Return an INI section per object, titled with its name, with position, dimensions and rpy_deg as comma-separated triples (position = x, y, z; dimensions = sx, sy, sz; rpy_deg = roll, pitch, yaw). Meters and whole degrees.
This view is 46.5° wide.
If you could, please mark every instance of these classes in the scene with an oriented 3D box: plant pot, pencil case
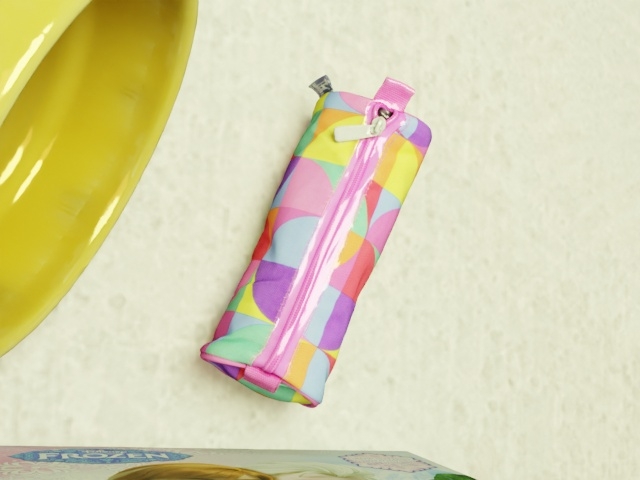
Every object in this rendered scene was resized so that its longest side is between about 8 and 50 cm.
[plant pot]
position = -0.228, -0.094, 0.397
dimensions = 0.239, 0.254, 0.254
rpy_deg = 29, 76, -1
[pencil case]
position = 0.000, 0.000, 0.544
dimensions = 0.104, 0.104, 0.236
rpy_deg = 26, 78, -18

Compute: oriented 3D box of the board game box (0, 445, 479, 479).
[board game box]
position = -0.020, 0.173, 0.406
dimensions = 0.319, 0.318, 0.065
rpy_deg = 7, 83, -21
